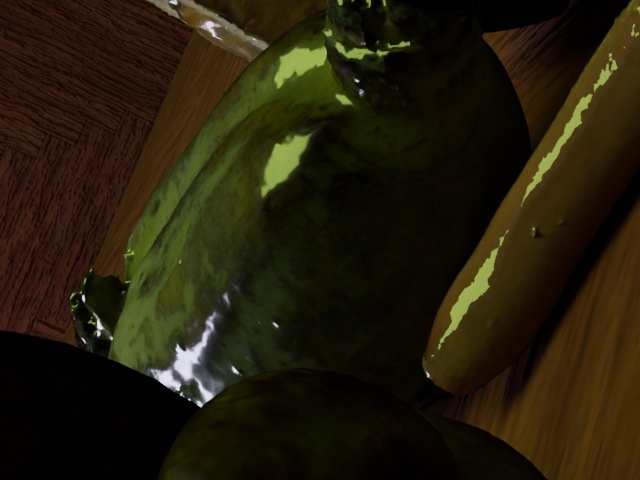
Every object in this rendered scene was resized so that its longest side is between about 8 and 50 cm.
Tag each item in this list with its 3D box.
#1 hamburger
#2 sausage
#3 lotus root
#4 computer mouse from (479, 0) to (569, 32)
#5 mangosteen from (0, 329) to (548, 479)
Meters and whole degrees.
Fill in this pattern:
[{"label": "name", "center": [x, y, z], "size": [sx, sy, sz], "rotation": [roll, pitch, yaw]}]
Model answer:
[{"label": "hamburger", "center": [-0.048, -0.204, 1.373], "size": [0.135, 0.207, 0.155], "rotation": [-178, 108, -76]}, {"label": "sausage", "center": [0.094, -0.019, 0.694], "size": [0.186, 0.043, 0.043], "rotation": [-60, 11, 23]}, {"label": "lotus root", "center": [0.000, 0.000, 0.810], "size": [0.309, 0.173, 0.173], "rotation": [-53, 15, 47]}, {"label": "computer mouse", "center": [0.051, -0.137, 0.841], "size": [0.270, 0.137, 0.086], "rotation": [96, -176, -84]}, {"label": "mangosteen", "center": [-0.064, 0.159, 0.465], "size": [0.347, 0.307, 0.307], "rotation": [-28, 26, 21]}]
